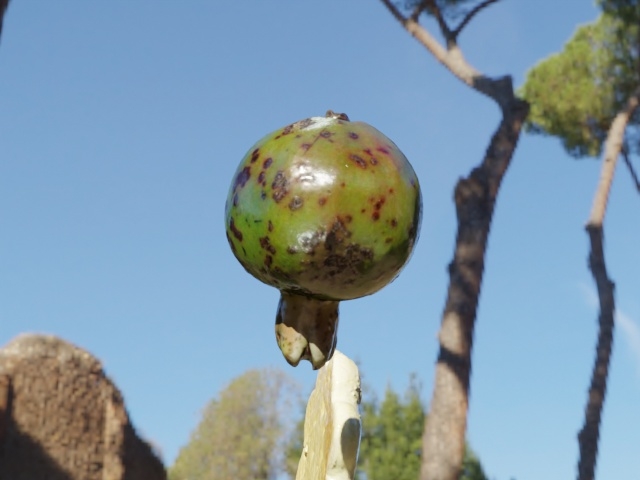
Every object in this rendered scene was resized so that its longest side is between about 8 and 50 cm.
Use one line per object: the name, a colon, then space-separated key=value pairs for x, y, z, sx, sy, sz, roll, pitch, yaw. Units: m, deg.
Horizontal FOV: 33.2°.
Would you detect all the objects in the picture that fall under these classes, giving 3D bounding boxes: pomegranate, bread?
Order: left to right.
pomegranate: x=0.000 y=0.000 z=1.021 sx=0.202 sy=0.248 sz=0.202 roll=5 pitch=8 yaw=-1
bread: x=0.010 y=0.295 z=1.426 sx=0.054 sy=0.316 sz=0.316 roll=8 pitch=-26 yaw=-6
